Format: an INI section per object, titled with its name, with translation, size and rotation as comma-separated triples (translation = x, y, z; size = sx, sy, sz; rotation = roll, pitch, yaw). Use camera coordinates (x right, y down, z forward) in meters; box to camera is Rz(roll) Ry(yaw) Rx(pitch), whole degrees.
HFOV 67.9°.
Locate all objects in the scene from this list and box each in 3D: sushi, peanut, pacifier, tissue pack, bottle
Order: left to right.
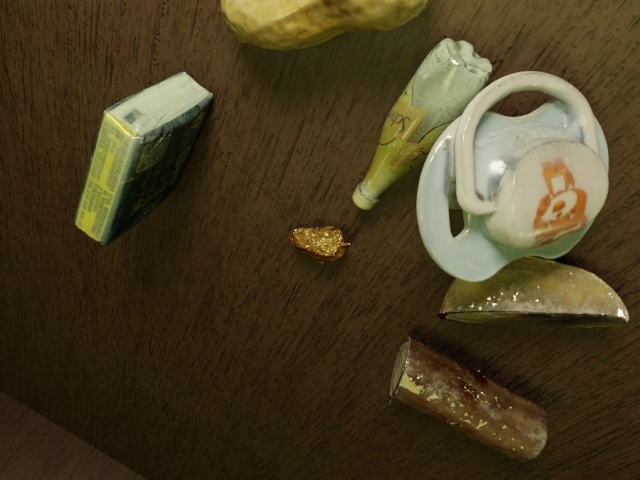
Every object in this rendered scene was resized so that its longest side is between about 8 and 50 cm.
[tissue pack]
translation = -0.286, -0.127, 0.766
size = 0.081, 0.185, 0.257
rotation = 39, 132, -4
[peanut]
translation = -0.004, -0.294, 0.553
size = 0.275, 0.111, 0.125
rotation = -1, 120, 26
[sushi]
translation = -0.001, 0.004, 0.812
size = 0.118, 0.061, 0.060
rotation = -4, 149, 20
[bottle]
translation = 0.116, -0.134, 0.635
size = 0.083, 0.083, 0.269
rotation = 34, 135, -1
[pacifier]
translation = 0.213, -0.080, 0.584
size = 0.207, 0.279, 0.227
rotation = -156, 56, -66

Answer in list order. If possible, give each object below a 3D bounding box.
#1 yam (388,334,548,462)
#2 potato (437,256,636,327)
[yam]
translation = 0.257, 0.289, 0.867
size = 0.280, 0.131, 0.131
rotation = 27, 132, 4
[potato]
translation = 0.307, 0.077, 0.720
size = 0.262, 0.100, 0.120
rotation = 1, 165, 8
